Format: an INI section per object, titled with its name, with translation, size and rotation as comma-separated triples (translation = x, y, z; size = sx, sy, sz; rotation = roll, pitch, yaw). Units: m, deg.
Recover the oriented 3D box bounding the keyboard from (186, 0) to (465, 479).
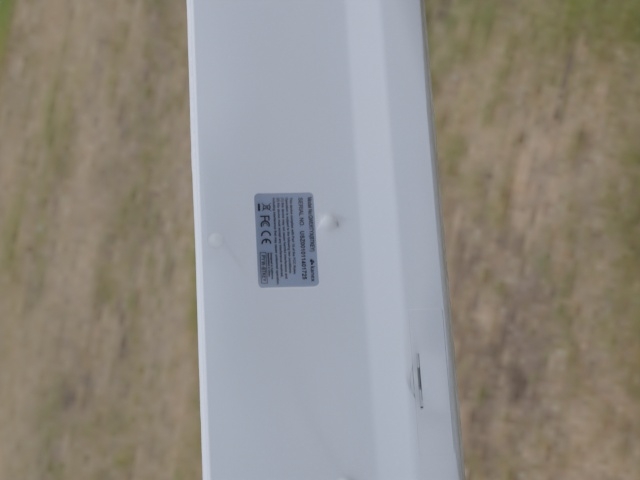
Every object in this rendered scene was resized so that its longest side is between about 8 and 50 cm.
[keyboard]
translation = 0.000, 0.000, 0.525
size = 0.014, 0.072, 0.256
rotation = 90, 177, -69
